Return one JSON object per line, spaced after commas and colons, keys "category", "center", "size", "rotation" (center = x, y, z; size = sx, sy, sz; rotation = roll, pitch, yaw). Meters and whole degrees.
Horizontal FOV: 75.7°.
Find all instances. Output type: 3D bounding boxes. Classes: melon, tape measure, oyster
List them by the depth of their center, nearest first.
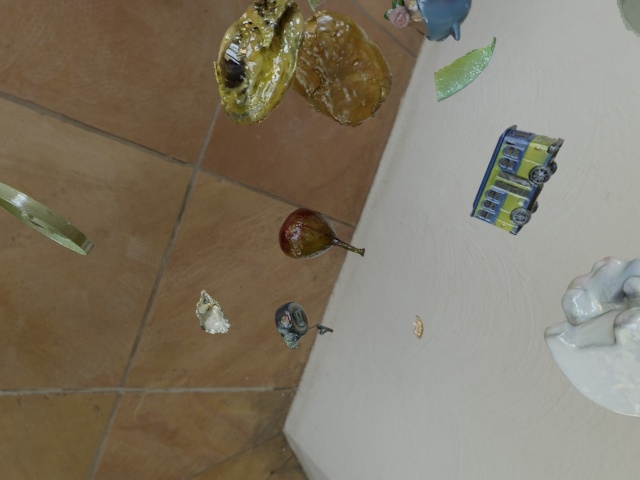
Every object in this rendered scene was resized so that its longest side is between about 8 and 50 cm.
{"category": "tape measure", "center": [-0.031, 0.194, 1.032], "size": [0.104, 0.180, 0.107], "rotation": [-28, 92, -49]}
{"category": "oyster", "center": [-0.348, 0.242, 1.309], "size": [0.146, 0.045, 0.121], "rotation": [36, 100, -17]}
{"category": "melon", "center": [0.485, -0.580, 1.391], "size": [0.262, 0.114, 0.053], "rotation": [-39, 168, 14]}

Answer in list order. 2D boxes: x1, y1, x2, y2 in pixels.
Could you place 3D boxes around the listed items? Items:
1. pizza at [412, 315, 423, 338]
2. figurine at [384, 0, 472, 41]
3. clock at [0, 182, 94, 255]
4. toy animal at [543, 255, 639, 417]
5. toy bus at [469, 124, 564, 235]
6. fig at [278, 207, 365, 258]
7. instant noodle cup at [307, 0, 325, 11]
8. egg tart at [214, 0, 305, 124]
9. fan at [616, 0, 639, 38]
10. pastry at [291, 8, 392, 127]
{"category": "pizza", "center": [0.343, 0.305, 1.450], "size": [0.016, 0.037, 0.083], "rotation": [83, 5, -71]}
{"category": "figurine", "center": [0.160, -0.392, 0.634], "size": [0.145, 0.114, 0.178], "rotation": [-20, 143, 2]}
{"category": "clock", "center": [-0.605, -0.042, 0.890], "size": [0.235, 0.235, 0.029], "rotation": [50, 58, -39]}
{"category": "toy animal", "center": [0.596, 0.149, 0.778], "size": [0.241, 0.196, 0.367], "rotation": [51, 53, -8]}
{"category": "toy bus", "center": [0.585, -0.181, 1.234], "size": [0.138, 0.175, 0.287], "rotation": [-29, 138, -47]}
{"category": "fig", "center": [0.004, -0.020, 1.403], "size": [0.291, 0.190, 0.190], "rotation": [-1, 112, 5]}
{"category": "instant noodle cup", "center": [0.018, -0.952, 1.357], "size": [0.222, 0.311, 0.311], "rotation": [-18, 126, 12]}
{"category": "egg tart", "center": [-0.144, -0.387, 0.849], "size": [0.132, 0.297, 0.296], "rotation": [18, 94, -40]}
{"category": "fan", "center": [0.614, -0.553, 0.822], "size": [0.415, 0.012, 0.232], "rotation": [13, 95, -21]}
{"category": "pastry", "center": [0.049, -0.473, 1.146], "size": [0.311, 0.255, 0.161], "rotation": [42, 35, -24]}
